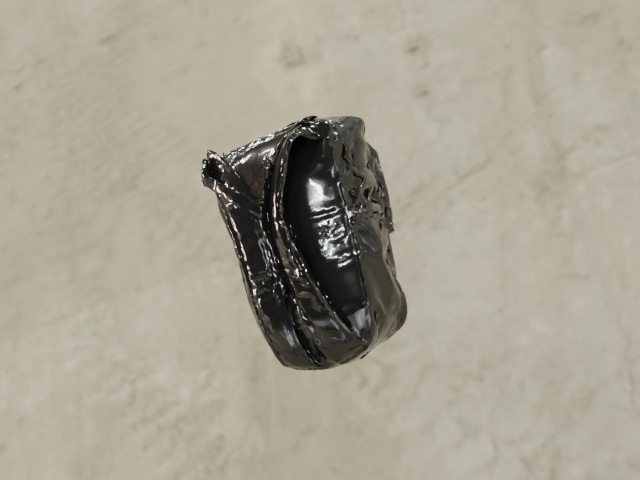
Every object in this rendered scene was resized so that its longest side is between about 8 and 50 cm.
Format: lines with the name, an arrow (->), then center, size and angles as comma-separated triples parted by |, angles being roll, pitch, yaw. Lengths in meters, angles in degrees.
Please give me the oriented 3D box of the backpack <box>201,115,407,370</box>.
backpack -> -0.002, 0.002, 0.879 | 0.120, 0.165, 0.106 | -13, 3, 41
